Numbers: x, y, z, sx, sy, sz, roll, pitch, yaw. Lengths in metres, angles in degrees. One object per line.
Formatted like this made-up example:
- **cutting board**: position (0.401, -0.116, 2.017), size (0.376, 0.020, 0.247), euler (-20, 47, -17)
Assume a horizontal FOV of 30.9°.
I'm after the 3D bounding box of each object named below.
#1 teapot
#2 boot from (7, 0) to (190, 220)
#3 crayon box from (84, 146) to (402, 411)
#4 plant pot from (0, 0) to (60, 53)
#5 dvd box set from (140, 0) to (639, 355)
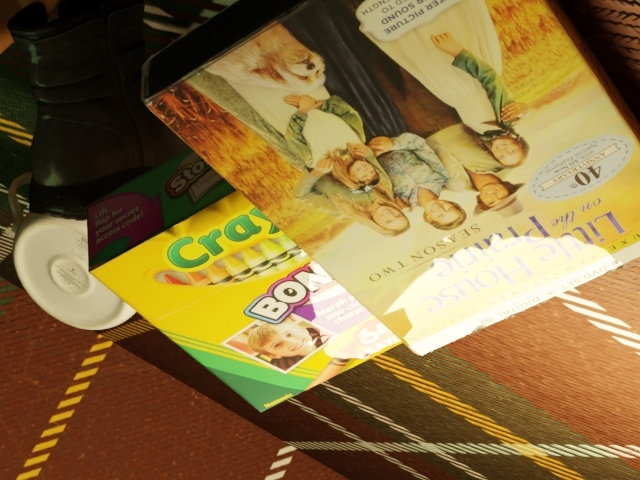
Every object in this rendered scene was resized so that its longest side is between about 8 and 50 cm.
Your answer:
- **teapot**: position (-0.370, 0.007, 1.904), size (0.252, 0.187, 0.256), euler (-5, 120, 25)
- **boot**: position (-0.197, -0.168, 1.258), size (0.118, 0.338, 0.223), euler (8, 110, 21)
- **crayon box**: position (0.000, 0.000, 1.184), size (0.363, 0.106, 0.313), euler (-28, 137, 15)
- **plant pot**: position (-0.454, -0.271, 1.253), size (0.291, 0.203, 0.291), euler (23, 160, 9)
- **dvd box set**: position (0.098, -0.078, 0.990), size (0.307, 0.062, 0.420), euler (-27, 132, 22)
